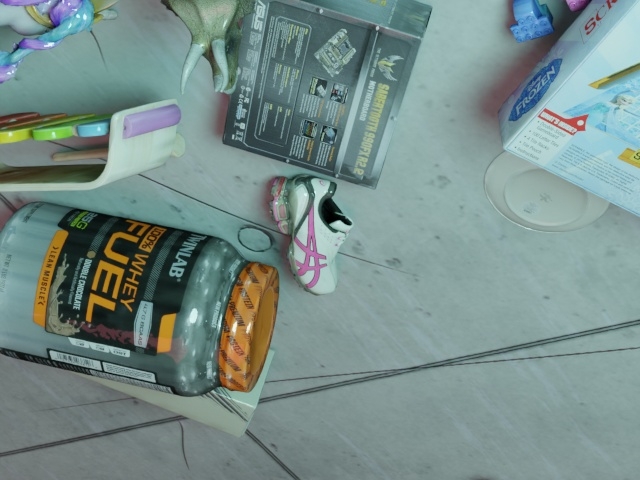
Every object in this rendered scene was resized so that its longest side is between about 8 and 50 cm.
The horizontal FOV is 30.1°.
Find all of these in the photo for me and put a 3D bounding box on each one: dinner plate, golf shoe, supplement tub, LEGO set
[{"bbox_3d":[0.252,-0.053,1.323,0.141,0.017,0.141,12,140,10],"label":"dinner plate"},{"bbox_3d":[0.000,0.000,1.437,0.086,0.067,0.186,0,136,19],"label":"golf shoe"},{"bbox_3d":[-0.234,0.078,1.506,0.338,0.207,0.207,11,139,8],"label":"supplement tub"},{"bbox_3d":[0.242,-0.168,1.136,0.087,0.093,0.227,-13,131,32],"label":"LEGO set"}]

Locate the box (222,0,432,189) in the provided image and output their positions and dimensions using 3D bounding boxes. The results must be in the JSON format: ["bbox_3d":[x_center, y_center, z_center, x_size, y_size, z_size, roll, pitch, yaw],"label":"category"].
[{"bbox_3d":[0.001,-0.171,1.253,0.183,0.056,0.231,16,140,2],"label":"box"}]

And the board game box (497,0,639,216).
[{"bbox_3d":[0.379,-0.142,1.057,0.319,0.066,0.318,24,129,-21],"label":"board game box"}]

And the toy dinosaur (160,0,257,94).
[{"bbox_3d":[-0.143,-0.285,1.085,0.313,0.160,0.121,48,117,1],"label":"toy dinosaur"}]

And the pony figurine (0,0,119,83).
[{"bbox_3d":[-0.432,-0.246,1.209,0.364,0.302,0.351,-13,163,27],"label":"pony figurine"}]

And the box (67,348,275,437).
[{"bbox_3d":[-0.213,0.168,1.675,0.275,0.113,0.094,21,139,-5],"label":"box"}]

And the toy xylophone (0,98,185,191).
[{"bbox_3d":[-0.298,-0.112,1.345,0.323,0.236,0.081,-1,103,19],"label":"toy xylophone"}]
